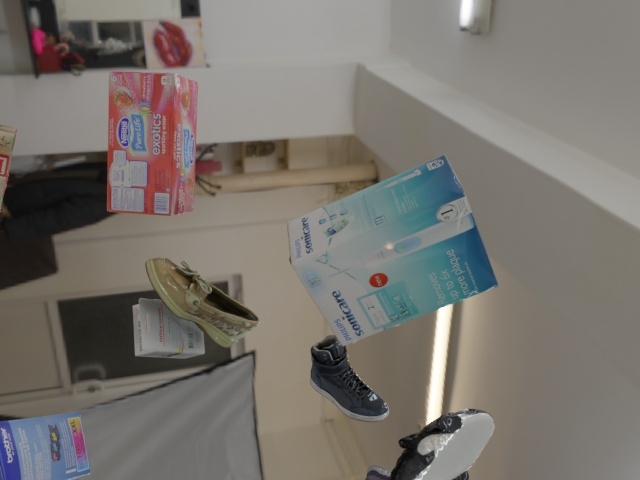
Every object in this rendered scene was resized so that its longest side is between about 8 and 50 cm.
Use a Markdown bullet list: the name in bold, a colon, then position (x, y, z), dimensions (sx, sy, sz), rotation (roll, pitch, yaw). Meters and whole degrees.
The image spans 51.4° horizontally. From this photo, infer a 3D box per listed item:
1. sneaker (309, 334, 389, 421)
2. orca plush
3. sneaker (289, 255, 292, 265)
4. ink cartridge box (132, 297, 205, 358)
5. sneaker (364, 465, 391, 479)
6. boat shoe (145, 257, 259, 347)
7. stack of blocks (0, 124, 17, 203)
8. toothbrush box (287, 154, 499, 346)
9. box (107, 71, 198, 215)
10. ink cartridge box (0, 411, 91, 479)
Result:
- **sneaker**: position (0.064, 0.317, 1.557), dimensions (0.226, 0.086, 0.163), rotation (24, -51, 31)
- **orca plush**: position (0.174, 0.380, 1.136), dimensions (0.102, 0.287, 0.151), rotation (8, -43, 51)
- **sneaker**: position (0.000, 0.000, 1.992), dimensions (0.078, 0.106, 0.234), rotation (59, -45, 20)
- **ink cartridge box**: position (-0.317, 0.179, 1.337), dimensions (0.181, 0.062, 0.104), rotation (21, 57, -58)
- **sneaker**: position (0.173, 0.602, 1.563), dimensions (0.083, 0.098, 0.224), rotation (47, -29, -16)
- **boat shoe**: position (-0.230, 0.109, 1.302), dimensions (0.285, 0.089, 0.104), rotation (48, 13, -47)
- **stack of blocks**: position (-0.739, -0.157, 1.230), dimensions (0.087, 0.297, 0.171), rotation (41, -64, 63)
- **toothbrush box**: position (0.120, 0.023, 1.128), dimensions (0.126, 0.296, 0.216), rotation (-98, 164, -52)
- **box**: position (-0.366, -0.208, 1.453), dimensions (0.142, 0.154, 0.299), rotation (-33, 125, -79)
- **ink cartridge box**: position (-0.666, 0.451, 1.293), dimensions (0.395, 0.270, 0.151), rotation (58, 14, -78)
